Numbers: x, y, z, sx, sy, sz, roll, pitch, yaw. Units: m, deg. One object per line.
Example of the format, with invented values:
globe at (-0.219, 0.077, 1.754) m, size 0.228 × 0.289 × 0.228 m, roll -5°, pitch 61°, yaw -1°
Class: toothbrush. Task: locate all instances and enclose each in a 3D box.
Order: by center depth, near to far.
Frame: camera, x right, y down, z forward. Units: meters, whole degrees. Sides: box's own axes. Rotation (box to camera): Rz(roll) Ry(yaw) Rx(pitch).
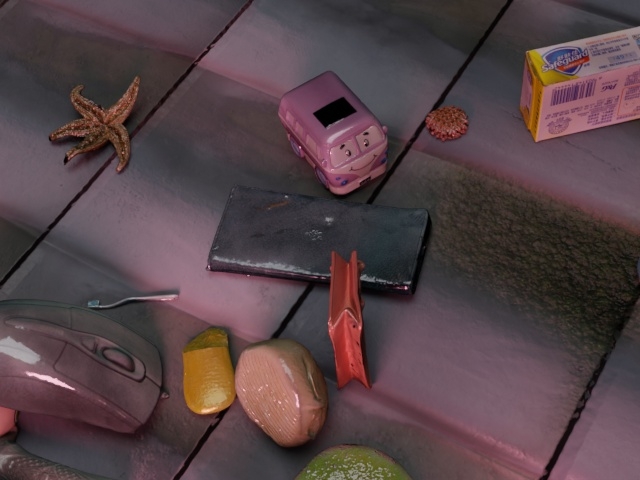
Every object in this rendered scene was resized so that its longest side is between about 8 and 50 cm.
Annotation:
toothbrush at (-0.330, 0.108, 1.874) m, size 0.162 × 0.014 × 0.017 m, roll -4°, pitch 73°, yaw 2°

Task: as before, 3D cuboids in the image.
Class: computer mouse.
computer mouse at (-0.409, 0.186, 1.694) m, size 0.371 × 0.122 × 0.188 m, roll 19°, pitch 46°, yaw -16°

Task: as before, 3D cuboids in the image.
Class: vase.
vase at (-0.414, 0.378, 1.644) m, size 0.219 × 0.096 × 0.096 m, roll 17°, pitch 58°, yaw 21°

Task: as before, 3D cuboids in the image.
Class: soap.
soap at (-0.189, 0.213, 1.772) m, size 0.089 × 0.033 × 0.168 m, roll -12°, pitch 53°, yaw -6°

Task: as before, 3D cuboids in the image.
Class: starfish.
starfish at (-0.426, -0.231, 2.102) m, size 0.213 × 0.057 × 0.238 m, roll 40°, pitch 71°, yaw 20°

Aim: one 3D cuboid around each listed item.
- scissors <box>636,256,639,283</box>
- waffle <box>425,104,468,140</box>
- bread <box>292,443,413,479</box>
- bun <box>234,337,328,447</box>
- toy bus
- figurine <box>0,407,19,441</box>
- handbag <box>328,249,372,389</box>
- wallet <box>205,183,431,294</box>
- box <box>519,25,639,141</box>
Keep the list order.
scissors at (0.659, -0.010, 1.843) m, size 0.138 × 0.041 × 0.289 m, roll 24°, pitch 61°, yaw 30°
waffle at (0.246, -0.228, 2.049) m, size 0.083 × 0.029 × 0.075 m, roll -14°, pitch 55°, yaw -7°
bread at (0.043, 0.411, 1.609) m, size 0.229 × 0.033 × 0.228 m, roll -3°, pitch 56°, yaw 4°
bun at (-0.049, 0.233, 1.678) m, size 0.113 × 0.173 × 0.167 m, roll -21°, pitch 15°, yaw -41°
toy bus at (0.026, -0.199, 1.979) m, size 0.142 × 0.142 × 0.202 m, roll -29°, pitch 57°, yaw -15°
figurine at (-0.538, 0.272, 1.716) m, size 0.125 × 0.125 × 0.138 m, roll 6°, pitch 65°, yaw 10°
handbag at (0.047, 0.130, 1.698) m, size 0.059 × 0.212 × 0.157 m, roll -2°, pitch 54°, yaw 4°
wallet at (0.000, 0.000, 1.899) m, size 0.379 × 0.046 × 0.190 m, roll 7°, pitch 55°, yaw 12°
box at (0.514, -0.294, 1.987) m, size 0.265 × 0.168 × 0.097 m, roll -14°, pitch 56°, yaw -2°
